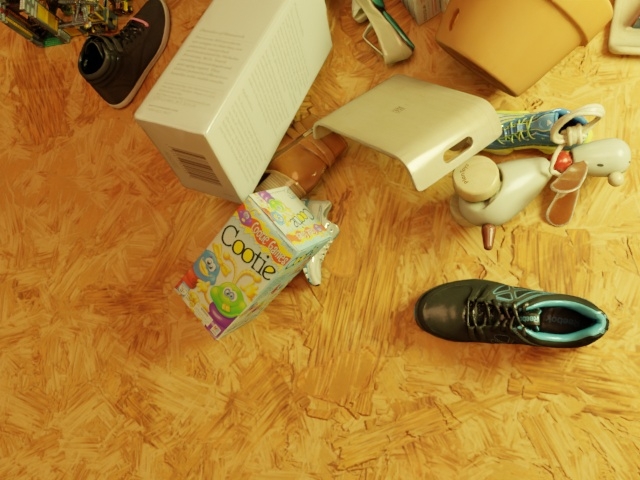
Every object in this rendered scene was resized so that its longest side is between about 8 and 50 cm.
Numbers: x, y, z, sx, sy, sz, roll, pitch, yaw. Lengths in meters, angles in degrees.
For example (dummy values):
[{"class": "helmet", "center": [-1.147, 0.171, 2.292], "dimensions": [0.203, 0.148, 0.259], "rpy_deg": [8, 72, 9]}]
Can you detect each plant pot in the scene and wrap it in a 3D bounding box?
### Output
[{"class": "plant pot", "center": [0.355, -0.410, 1.042], "dimensions": [0.291, 0.291, 0.203], "rpy_deg": [41, 108, 17]}]

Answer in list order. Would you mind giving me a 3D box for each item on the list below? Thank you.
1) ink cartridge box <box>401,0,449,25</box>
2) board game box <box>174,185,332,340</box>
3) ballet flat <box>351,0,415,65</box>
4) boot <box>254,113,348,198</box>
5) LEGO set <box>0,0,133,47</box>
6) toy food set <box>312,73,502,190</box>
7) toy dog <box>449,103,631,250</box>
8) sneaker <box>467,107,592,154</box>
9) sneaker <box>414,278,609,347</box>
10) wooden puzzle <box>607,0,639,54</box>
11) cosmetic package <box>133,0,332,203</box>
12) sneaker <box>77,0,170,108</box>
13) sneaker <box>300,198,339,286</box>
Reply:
[{"class": "ink cartridge box", "center": [0.204, -0.537, 1.178], "dimensions": [0.062, 0.104, 0.181], "rpy_deg": [-32, 74, 8]}, {"class": "board game box", "center": [-0.134, 0.043, 1.088], "dimensions": [0.142, 0.144, 0.275], "rpy_deg": [48, 117, 10]}, {"class": "ballet flat", "center": [0.114, -0.488, 1.212], "dimensions": [0.086, 0.086, 0.248], "rpy_deg": [-29, 75, 8]}, {"class": "boot", "center": [-0.099, -0.209, 1.205], "dimensions": [0.220, 0.109, 0.283], "rpy_deg": [-45, 59, -6]}, {"class": "LEGO set", "center": [-0.660, -0.631, 1.372], "dimensions": [0.332, 0.192, 0.254], "rpy_deg": [5, 82, 15]}, {"class": "toy food set", "center": [0.155, -0.210, 1.062], "dimensions": [0.220, 0.092, 0.306], "rpy_deg": [-35, 42, -20]}, {"class": "toy dog", "center": [0.392, -0.081, 1.007], "dimensions": [0.334, 0.220, 0.160], "rpy_deg": [-23, 63, 29]}, {"class": "sneaker", "center": [0.397, -0.221, 1.062], "dimensions": [0.240, 0.126, 0.091], "rpy_deg": [5, 82, 15]}, {"class": "sneaker", "center": [0.340, 0.129, 1.010], "dimensions": [0.341, 0.140, 0.125], "rpy_deg": [-1, 82, 16]}, {"class": "wooden puzzle", "center": [0.745, -0.511, 1.046], "dimensions": [0.322, 0.080, 0.347], "rpy_deg": [9, 83, 16]}, {"class": "cosmetic package", "center": [-0.148, -0.328, 1.102], "dimensions": [0.162, 0.230, 0.453], "rpy_deg": [17, 66, 20]}, {"class": "sneaker", "center": [-0.467, -0.475, 1.320], "dimensions": [0.105, 0.147, 0.295], "rpy_deg": [24, 86, 19]}, {"class": "sneaker", "center": [0.000, 0.000, 1.159], "dimensions": [0.083, 0.071, 0.190], "rpy_deg": [-5, 80, 8]}]
